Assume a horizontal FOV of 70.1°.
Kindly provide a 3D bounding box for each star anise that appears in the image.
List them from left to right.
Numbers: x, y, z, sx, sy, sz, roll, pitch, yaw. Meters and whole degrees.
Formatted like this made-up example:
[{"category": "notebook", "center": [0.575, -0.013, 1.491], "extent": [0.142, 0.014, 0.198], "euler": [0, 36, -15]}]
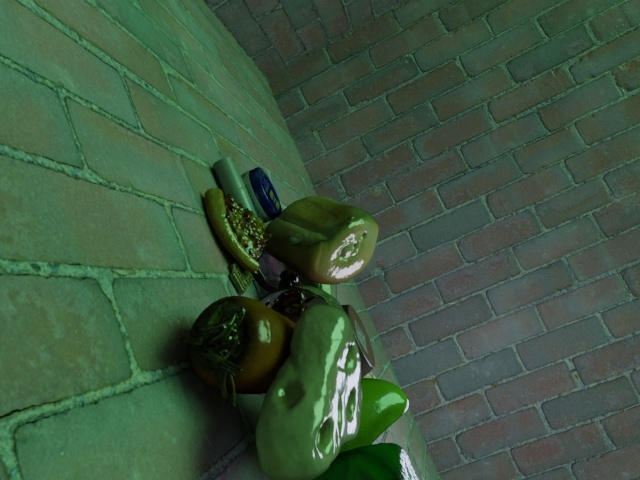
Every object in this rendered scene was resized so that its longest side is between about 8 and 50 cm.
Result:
[{"category": "star anise", "center": [-0.126, 0.158, 1.467], "extent": [0.237, 0.148, 0.346], "euler": [103, -36, -70]}]

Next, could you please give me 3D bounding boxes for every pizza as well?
[{"category": "pizza", "center": [-0.232, -0.040, 1.402], "extent": [0.289, 0.081, 0.229], "euler": [59, 23, 6]}]

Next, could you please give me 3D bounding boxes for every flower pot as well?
[{"category": "flower pot", "center": [-0.016, 0.167, 1.860], "extent": [0.212, 0.213, 0.202], "euler": [52, 26, -50]}]

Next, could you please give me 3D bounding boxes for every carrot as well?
[{"category": "carrot", "center": [-0.167, 0.221, 0.946], "extent": [0.193, 0.214, 0.331], "euler": [24, -15, 26]}]

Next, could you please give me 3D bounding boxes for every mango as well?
[{"category": "mango", "center": [0.066, 0.456, 1.172], "extent": [0.156, 0.343, 0.192], "euler": [86, -16, -47]}]

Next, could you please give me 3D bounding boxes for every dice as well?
[{"category": "dice", "center": [0.088, 0.623, 0.975], "extent": [0.287, 0.300, 0.297], "euler": [52, 16, -58]}]

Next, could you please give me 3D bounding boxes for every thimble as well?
[{"category": "thimble", "center": [-0.058, 0.249, 1.216], "extent": [0.270, 0.271, 0.150], "euler": [66, 9, 6]}]

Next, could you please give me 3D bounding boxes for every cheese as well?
[{"category": "cheese", "center": [0.004, 0.357, 0.939], "extent": [0.351, 0.130, 0.328], "euler": [-70, 151, -44]}]

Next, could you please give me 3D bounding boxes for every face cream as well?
[{"category": "face cream", "center": [-0.285, -0.155, 1.549], "extent": [0.250, 0.077, 0.077], "euler": [66, 10, 6]}, {"category": "face cream", "center": [-0.236, -0.165, 1.726], "extent": [0.205, 0.111, 0.206], "euler": [62, 11, -21]}]

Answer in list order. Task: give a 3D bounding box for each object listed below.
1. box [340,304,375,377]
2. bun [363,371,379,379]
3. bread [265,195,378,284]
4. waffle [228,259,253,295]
[{"category": "box", "center": [0.053, 0.375, 1.625], "extent": [0.300, 0.216, 0.301], "euler": [62, 9, -17]}, {"category": "bun", "center": [0.177, 0.615, 1.861], "extent": [0.287, 0.146, 0.287], "euler": [58, 13, -21]}, {"category": "bread", "center": [0.000, 0.000, 1.644], "extent": [0.376, 0.348, 0.252], "euler": [24, -42, 47]}, {"category": "waffle", "center": [-0.237, 0.101, 1.351], "extent": [0.135, 0.021, 0.092], "euler": [-74, 139, -76]}]
